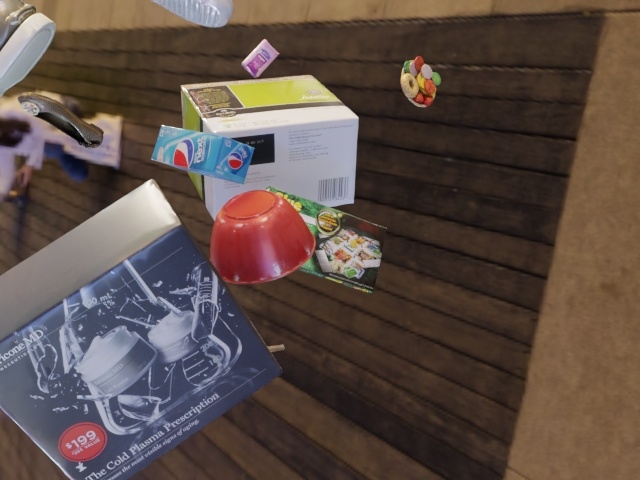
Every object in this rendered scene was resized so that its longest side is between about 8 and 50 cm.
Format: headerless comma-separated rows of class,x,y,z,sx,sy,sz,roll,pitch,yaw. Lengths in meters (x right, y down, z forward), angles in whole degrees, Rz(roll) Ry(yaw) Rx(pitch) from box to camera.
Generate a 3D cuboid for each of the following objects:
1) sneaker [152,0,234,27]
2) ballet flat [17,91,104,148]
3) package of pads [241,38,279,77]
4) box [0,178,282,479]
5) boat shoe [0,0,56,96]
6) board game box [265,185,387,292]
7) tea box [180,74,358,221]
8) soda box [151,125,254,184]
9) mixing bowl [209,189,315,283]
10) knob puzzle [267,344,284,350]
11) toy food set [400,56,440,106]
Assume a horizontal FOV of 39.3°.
sneaker,-0.283,-0.526,1.686,0.366,0.135,0.150,31,84,28
ballet flat,-0.634,-0.289,2.192,0.084,0.250,0.058,0,70,36
package of pads,-0.144,-0.434,2.139,0.083,0.050,0.032,-49,16,-9
box,-0.290,0.146,1.310,0.343,0.312,0.179,-34,32,-6
boat shoe,-0.445,-0.170,1.061,0.305,0.091,0.109,-49,6,2
board game box,0.000,0.000,1.720,0.030,0.260,0.136,-14,59,64
tea box,-0.125,-0.222,2.050,0.323,0.329,0.220,-124,31,-56
soda box,-0.208,-0.151,1.562,0.210,0.071,0.067,15,89,49
mixing bowl,-0.106,-0.020,1.473,0.181,0.181,0.098,45,152,54
knob puzzle,-0.184,0.212,1.676,0.213,0.213,0.030,-23,76,57
toy food set,0.165,-0.263,1.487,0.020,0.083,0.082,-13,53,49
